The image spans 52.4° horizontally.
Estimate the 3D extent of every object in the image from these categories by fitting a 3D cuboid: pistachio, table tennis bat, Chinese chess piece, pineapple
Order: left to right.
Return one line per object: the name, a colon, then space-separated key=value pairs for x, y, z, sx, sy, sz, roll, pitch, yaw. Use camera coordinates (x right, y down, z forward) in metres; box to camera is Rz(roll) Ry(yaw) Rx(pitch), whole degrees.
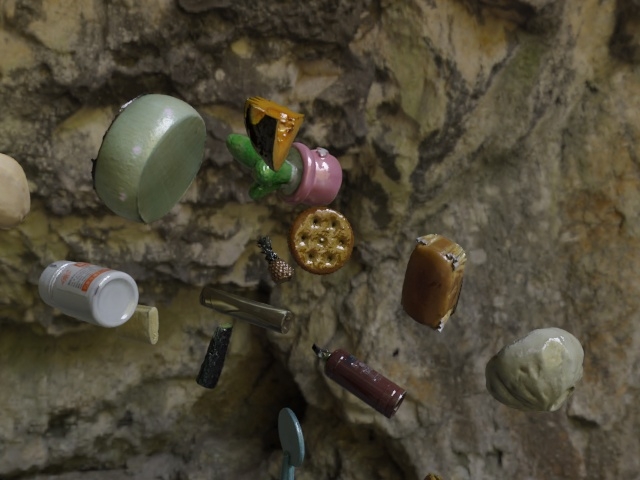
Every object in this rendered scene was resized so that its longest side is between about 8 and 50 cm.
pistachio: x=-0.698 y=-0.110 z=1.394 sx=0.145 sy=0.117 sz=0.200 roll=-43 pitch=-42 yaw=-9
Chinese chess piece: x=-0.450 y=-0.218 z=1.737 sx=0.146 sy=0.349 sz=0.349 roll=28 pitch=-20 yaw=10
pineapple: x=-0.108 y=0.040 z=1.510 sx=0.058 sy=0.124 sz=0.058 roll=-24 pitch=-18 yaw=-8
table tennis bat: x=-0.086 y=0.572 z=1.781 sx=0.040 sy=0.153 sz=0.245 roll=-7 pitch=-63 yaw=-25

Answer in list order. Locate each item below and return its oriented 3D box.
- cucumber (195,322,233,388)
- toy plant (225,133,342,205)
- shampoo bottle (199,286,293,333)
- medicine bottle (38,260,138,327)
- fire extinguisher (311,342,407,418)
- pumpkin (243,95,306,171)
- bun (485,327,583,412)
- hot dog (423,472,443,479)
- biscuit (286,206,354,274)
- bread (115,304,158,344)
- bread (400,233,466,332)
cucumber: x=-0.329 y=0.373 z=2.105 sx=0.062 sy=0.212 sz=0.078 roll=28 pitch=11 yaw=23
toy plant: x=-0.120 y=-0.238 z=2.203 sx=0.355 sy=0.317 sz=0.211 roll=3 pitch=-61 yaw=-30
shampoo bottle: x=-0.276 y=0.250 z=2.367 sx=0.349 sy=0.084 sz=0.125 roll=16 pitch=-16 yaw=17
medicine bottle: x=-0.582 y=0.128 z=1.620 sx=0.252 sy=0.145 sz=0.144 roll=6 pitch=-13 yaw=36
fire extinguisher: x=0.102 y=0.418 z=2.039 sx=0.343 sy=0.102 sz=0.138 roll=31 pitch=2 yaw=20
pumpkin: x=-0.137 y=-0.257 z=1.576 sx=0.130 sy=0.149 sz=0.254 roll=19 pitch=18 yaw=7
bun: x=0.371 y=0.235 z=1.103 sx=0.183 sy=0.102 sz=0.183 roll=-10 pitch=-46 yaw=-11
hot dog: x=0.272 y=0.771 z=1.802 sx=0.259 sy=0.114 sz=0.175 roll=-49 pitch=-10 yaw=6
biscuit: x=0.000 y=0.000 z=2.052 sx=0.220 sy=0.221 sz=0.066 roll=2 pitch=-2 yaw=-15
bread: x=-0.658 y=0.296 z=2.325 sx=0.178 sy=0.140 sz=0.060 roll=1 pitch=4 yaw=32
bread: x=0.290 y=0.109 z=1.691 sx=0.107 sy=0.136 sz=0.241 roll=-30 pitch=-41 yaw=-39
